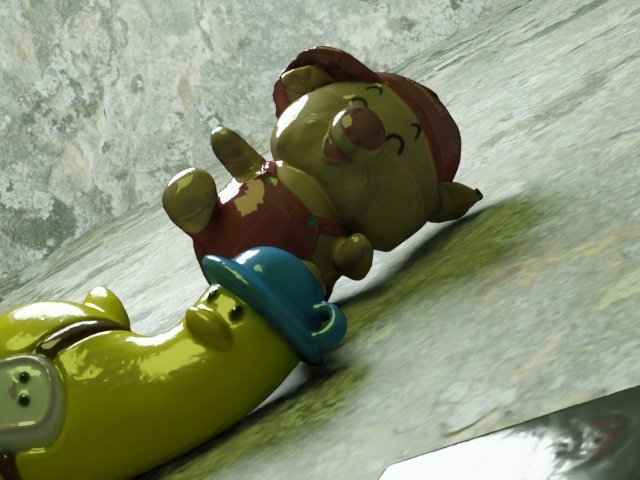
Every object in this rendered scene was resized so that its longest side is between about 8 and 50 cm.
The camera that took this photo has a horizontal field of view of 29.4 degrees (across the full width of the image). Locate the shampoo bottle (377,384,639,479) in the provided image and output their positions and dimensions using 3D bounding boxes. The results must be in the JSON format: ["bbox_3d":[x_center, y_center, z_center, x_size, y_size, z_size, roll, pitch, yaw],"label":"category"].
[{"bbox_3d":[0.124,0.087,0.376,0.246,0.079,0.080,-23,13,29],"label":"shampoo bottle"}]

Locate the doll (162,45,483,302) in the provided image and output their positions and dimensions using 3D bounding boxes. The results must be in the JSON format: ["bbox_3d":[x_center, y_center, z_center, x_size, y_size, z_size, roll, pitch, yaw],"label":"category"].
[{"bbox_3d":[0.005,-0.049,1.031,0.256,0.196,0.152,-41,14,-21],"label":"doll"}]

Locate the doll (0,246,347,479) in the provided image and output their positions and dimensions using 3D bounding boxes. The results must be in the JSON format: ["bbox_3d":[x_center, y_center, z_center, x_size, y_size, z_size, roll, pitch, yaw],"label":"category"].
[{"bbox_3d":[-0.150,0.112,0.893,0.363,0.145,0.199,-18,53,13],"label":"doll"}]
